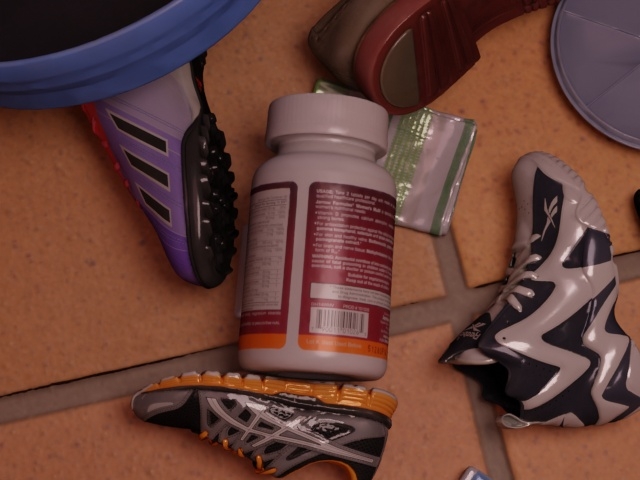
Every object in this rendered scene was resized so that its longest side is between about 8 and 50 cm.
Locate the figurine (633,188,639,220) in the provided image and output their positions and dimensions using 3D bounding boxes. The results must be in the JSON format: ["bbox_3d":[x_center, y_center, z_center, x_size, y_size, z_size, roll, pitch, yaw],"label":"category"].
[{"bbox_3d":[0.377,0.027,1.001,0.215,0.092,0.209,-16,68,20],"label":"figurine"}]

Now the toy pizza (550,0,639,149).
[{"bbox_3d":[0.307,-0.171,1.108,0.201,0.032,0.201,0,74,0],"label":"toy pizza"}]

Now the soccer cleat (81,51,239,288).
[{"bbox_3d":[-0.148,-0.102,1.045,0.117,0.108,0.318,-15,73,6],"label":"soccer cleat"}]

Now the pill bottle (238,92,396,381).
[{"bbox_3d":[0.000,0.000,0.997,0.121,0.121,0.221,4,80,-1],"label":"pill bottle"}]

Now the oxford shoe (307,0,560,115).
[{"bbox_3d":[0.135,-0.255,1.076,0.348,0.123,0.130,-38,46,-18],"label":"oxford shoe"}]

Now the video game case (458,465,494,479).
[{"bbox_3d":[0.141,0.314,0.977,0.183,0.023,0.201,34,77,7],"label":"video game case"}]

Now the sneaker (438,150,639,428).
[{"bbox_3d":[0.161,0.048,1.011,0.153,0.094,0.234,-13,86,-14],"label":"sneaker"}]

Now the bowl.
[{"bbox_3d":[-0.200,-0.273,1.028,0.391,0.077,0.391,-8,56,12],"label":"bowl"}]

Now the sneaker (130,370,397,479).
[{"bbox_3d":[-0.047,0.150,0.986,0.215,0.084,0.083,6,82,0],"label":"sneaker"}]

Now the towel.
[{"bbox_3d":[0.054,-0.076,1.078,0.152,0.023,0.113,17,74,3],"label":"towel"}]

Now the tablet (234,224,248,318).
[{"bbox_3d":[-0.044,0.028,1.056,0.054,0.006,0.083,4,74,0],"label":"tablet"}]
